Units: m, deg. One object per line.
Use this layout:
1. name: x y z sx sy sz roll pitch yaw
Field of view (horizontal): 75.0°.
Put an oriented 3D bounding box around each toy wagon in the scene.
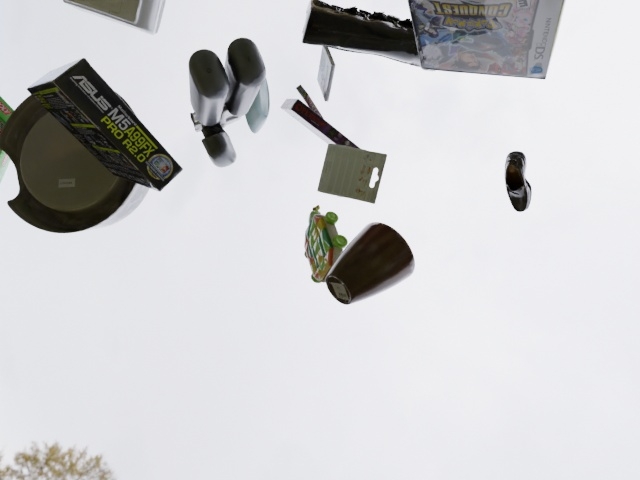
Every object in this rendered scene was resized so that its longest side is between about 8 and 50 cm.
1. toy wagon: 0.000 0.000 1.700 0.267 0.068 0.344 -60 -141 45

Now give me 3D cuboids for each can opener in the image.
1. can opener: -0.112 -0.148 0.511 0.095 0.076 0.283 69 -13 -11

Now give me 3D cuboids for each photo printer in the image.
1. photo printer: -0.487 -0.701 1.025 0.256 0.107 0.307 22 -77 11

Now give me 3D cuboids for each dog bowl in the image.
1. dog bowl: -0.548 -0.183 0.961 0.350 0.102 0.348 -1 -96 6

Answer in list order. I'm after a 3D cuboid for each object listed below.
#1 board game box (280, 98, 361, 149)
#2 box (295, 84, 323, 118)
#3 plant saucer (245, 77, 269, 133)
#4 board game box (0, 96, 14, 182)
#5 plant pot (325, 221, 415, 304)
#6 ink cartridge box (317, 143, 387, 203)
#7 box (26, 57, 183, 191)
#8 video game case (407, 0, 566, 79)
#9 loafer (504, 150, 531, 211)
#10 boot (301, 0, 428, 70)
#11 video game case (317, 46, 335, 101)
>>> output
1. board game box: 0.025 -0.378 1.479 0.056 0.347 0.208 -56 -157 3
2. box: -0.043 -0.555 1.689 0.027 0.137 0.093 -34 -130 8
3. plant saucer: -0.163 -0.380 1.090 0.038 0.195 0.194 -2 -85 6
4. board game box: -0.919 -0.296 1.106 0.317 0.046 0.213 -31 -75 37
5. plant pot: 0.134 0.091 1.284 0.215 0.231 0.215 35 -36 30
6. ink cartridge box: 0.091 -0.190 1.185 0.180 0.045 0.145 15 -85 19
7. box: -0.384 -0.198 0.736 0.270 0.060 0.216 18 -29 47
8. video game case: 0.325 -0.420 0.839 0.275 0.248 0.035 15 -98 23
9. loafer: 0.503 -0.142 1.078 0.062 0.061 0.169 0 -55 43
10. boot: 0.167 -0.619 1.276 0.446 0.367 0.146 4 -69 -5
11. video game case: 0.020 -0.636 1.581 0.157 0.019 0.143 104 -25 -53
